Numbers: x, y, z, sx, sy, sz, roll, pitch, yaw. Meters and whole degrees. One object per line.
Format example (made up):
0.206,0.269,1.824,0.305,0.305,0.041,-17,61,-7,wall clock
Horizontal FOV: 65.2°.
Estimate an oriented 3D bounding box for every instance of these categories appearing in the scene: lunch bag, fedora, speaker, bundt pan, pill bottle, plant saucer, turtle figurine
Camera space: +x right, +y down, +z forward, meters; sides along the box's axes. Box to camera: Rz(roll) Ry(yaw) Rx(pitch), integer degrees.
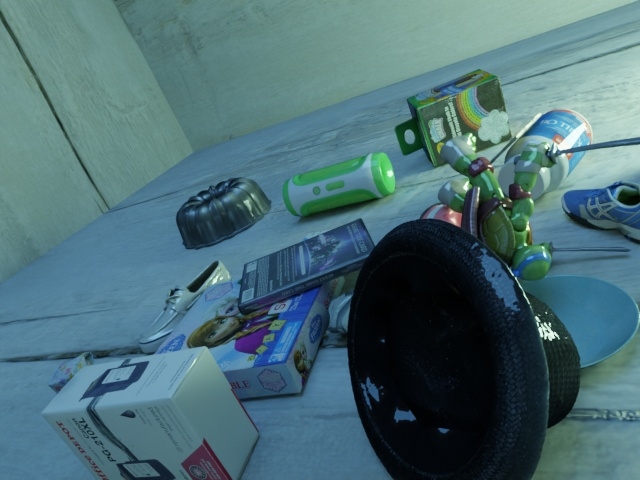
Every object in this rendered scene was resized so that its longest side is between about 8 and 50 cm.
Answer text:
-0.538,0.287,1.093,0.071,0.053,0.083,-23,32,8,lunch bag
0.160,0.130,0.565,0.152,0.334,0.334,4,13,-22,fedora
0.048,-0.150,1.378,0.296,0.131,0.131,-12,25,27,speaker
-0.338,-0.108,1.674,0.330,0.124,0.331,-21,23,10,bundt pan
0.454,-0.170,1.020,0.124,0.124,0.221,3,35,48,pill bottle
0.306,0.114,0.654,0.195,0.037,0.195,-21,23,9,plant saucer
0.316,-0.060,0.775,0.274,0.198,0.266,-44,43,11,turtle figurine

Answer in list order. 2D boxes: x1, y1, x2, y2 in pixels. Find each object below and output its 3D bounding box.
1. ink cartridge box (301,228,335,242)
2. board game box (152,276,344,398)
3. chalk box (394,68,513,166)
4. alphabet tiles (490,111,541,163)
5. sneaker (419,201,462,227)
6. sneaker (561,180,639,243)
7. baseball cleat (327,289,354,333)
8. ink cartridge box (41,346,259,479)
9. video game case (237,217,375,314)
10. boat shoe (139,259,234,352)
0.000,0.000,1.219,0.083,0.028,0.048,-9,27,34,ink cartridge box
-0.140,0.166,0.942,0.318,0.066,0.319,-14,23,23,board game box
0.354,-0.333,1.405,0.289,0.180,0.179,-19,23,10,chalk box
0.372,-0.173,1.078,0.198,0.009,0.237,-40,-9,-33,alphabet tiles
0.216,0.045,0.845,0.136,0.116,0.314,10,39,27,sneaker
0.479,-0.062,0.812,0.080,0.081,0.211,-30,22,-9,sneaker
0.083,0.089,0.889,0.109,0.072,0.206,-10,22,45,baseball cleat
-0.235,0.256,0.702,0.237,0.172,0.100,-14,25,24,ink cartridge box
-0.029,0.044,0.992,0.274,0.026,0.196,-21,21,3,video game case
-0.308,0.142,1.136,0.267,0.088,0.096,-39,27,-32,boat shoe
